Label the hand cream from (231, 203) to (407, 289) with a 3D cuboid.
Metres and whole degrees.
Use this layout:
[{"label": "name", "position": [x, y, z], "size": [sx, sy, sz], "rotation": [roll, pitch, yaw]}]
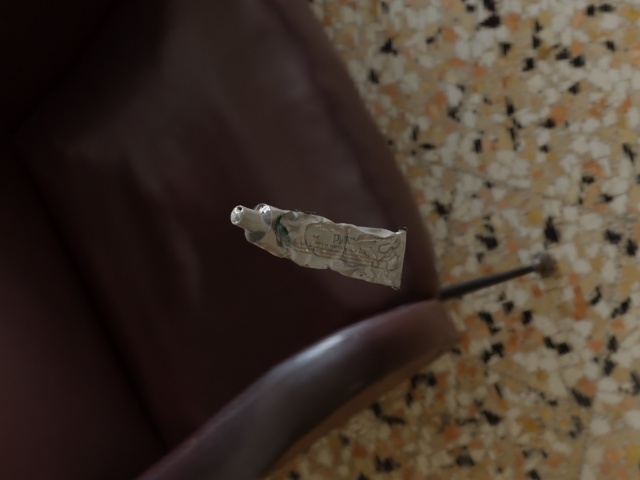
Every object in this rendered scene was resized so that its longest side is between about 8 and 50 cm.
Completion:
[{"label": "hand cream", "position": [-0.002, 0.000, 1.730], "size": [0.050, 0.257, 0.084], "rotation": [-6, 73, 60]}]
